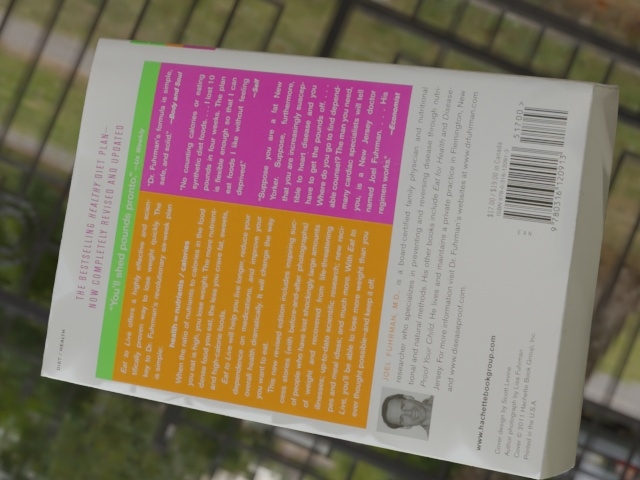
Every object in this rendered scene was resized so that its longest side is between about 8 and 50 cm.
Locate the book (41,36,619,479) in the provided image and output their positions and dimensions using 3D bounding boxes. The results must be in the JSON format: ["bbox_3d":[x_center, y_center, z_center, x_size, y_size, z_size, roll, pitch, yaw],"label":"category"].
[{"bbox_3d":[0.000,0.000,0.464,0.144,0.096,0.035,9,-175,28],"label":"book"}]
